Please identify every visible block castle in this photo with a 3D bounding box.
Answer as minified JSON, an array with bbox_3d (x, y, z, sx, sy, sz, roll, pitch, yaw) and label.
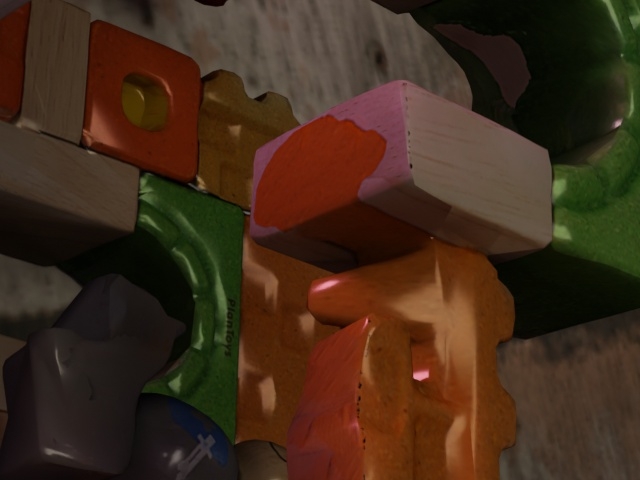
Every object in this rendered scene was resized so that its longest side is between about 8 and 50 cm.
[{"bbox_3d":[0.000,0.000,0.556,0.213,0.303,0.453,21,62,-40],"label":"block castle"}]

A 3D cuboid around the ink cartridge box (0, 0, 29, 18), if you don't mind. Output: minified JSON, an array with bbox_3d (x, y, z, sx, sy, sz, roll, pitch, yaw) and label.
[{"bbox_3d":[-0.133,-0.210,0.522,0.130,0.272,0.309,27,57,-37],"label":"ink cartridge box"}]
